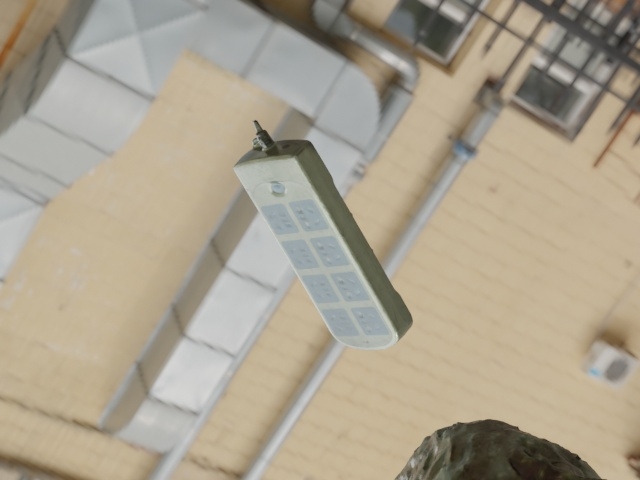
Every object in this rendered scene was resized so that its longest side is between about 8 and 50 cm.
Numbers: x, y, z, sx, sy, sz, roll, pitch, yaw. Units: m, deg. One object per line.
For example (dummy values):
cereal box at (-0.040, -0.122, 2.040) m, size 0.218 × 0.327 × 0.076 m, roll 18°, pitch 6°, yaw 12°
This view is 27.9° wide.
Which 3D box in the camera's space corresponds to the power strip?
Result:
power strip at (0.000, 0.000, 1.042) m, size 0.080 × 0.029 × 0.226 m, roll -6°, pitch 121°, yaw 49°

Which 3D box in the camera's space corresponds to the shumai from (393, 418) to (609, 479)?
shumai at (0.060, 0.180, 0.569) m, size 0.184 × 0.184 × 0.142 m, roll 38°, pitch -147°, yaw 19°
